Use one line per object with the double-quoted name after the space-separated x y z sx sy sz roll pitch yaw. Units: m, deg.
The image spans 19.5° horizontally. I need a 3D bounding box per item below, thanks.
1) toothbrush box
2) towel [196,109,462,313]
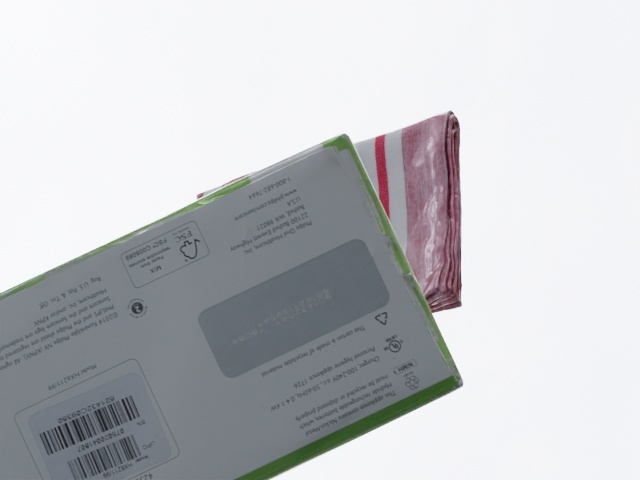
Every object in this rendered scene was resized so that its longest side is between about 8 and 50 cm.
-0.059 0.053 0.886 0.283 0.206 0.122 166 78 -88 "toothbrush box"
0.000 0.000 2.005 0.037 0.329 0.237 44 -141 -47 "towel"
